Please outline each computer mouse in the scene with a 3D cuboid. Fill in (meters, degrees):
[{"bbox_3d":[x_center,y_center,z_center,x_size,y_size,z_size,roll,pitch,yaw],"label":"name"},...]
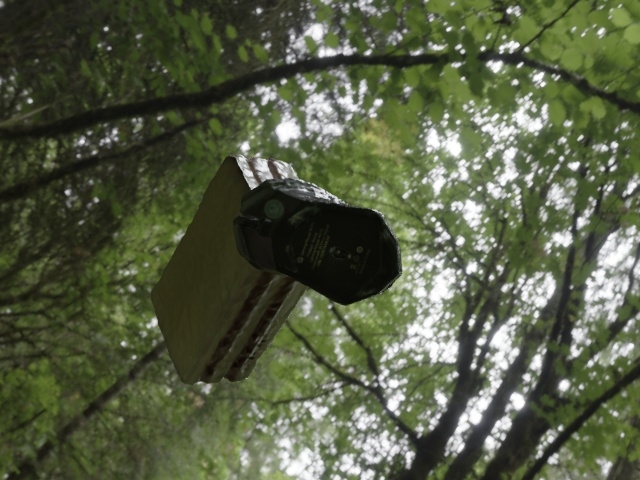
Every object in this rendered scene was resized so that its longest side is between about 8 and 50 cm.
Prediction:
[{"bbox_3d":[0.000,0.000,0.825,0.192,0.062,0.106,21,-84,-16],"label":"computer mouse"}]

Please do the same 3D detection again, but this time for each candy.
[{"bbox_3d":[-0.122,0.048,1.160,0.321,0.135,0.179,-56,-130,30],"label":"candy"}]
